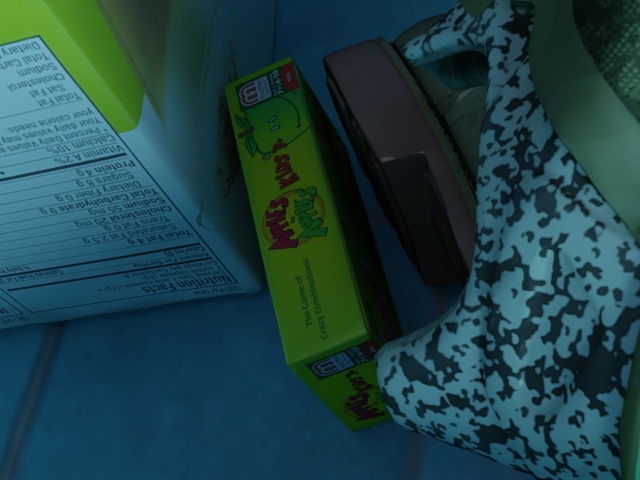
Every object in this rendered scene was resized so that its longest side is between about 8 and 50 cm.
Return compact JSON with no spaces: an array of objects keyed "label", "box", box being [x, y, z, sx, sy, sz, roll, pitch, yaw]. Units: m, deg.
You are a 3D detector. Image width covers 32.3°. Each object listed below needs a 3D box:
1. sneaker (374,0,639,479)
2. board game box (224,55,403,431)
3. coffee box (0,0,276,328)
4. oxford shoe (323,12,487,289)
[{"label":"sneaker","box":[0.112,-0.097,0.377,0.182,0.158,0.410,7,75,30]},{"label":"board game box","box":[0.000,0.000,0.591,0.043,0.092,0.181,-22,55,10]},{"label":"coffee box","box":[-0.235,-0.164,0.643,0.338,0.334,0.337,-9,57,16]},{"label":"oxford shoe","box":[0.135,0.016,0.498,0.146,0.140,0.397,-27,56,-2]}]
